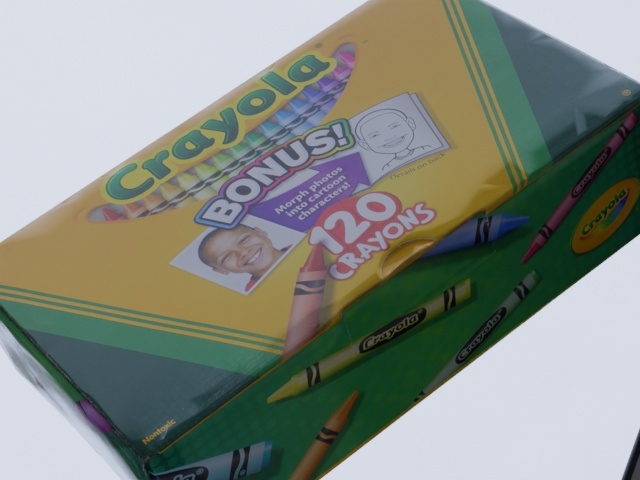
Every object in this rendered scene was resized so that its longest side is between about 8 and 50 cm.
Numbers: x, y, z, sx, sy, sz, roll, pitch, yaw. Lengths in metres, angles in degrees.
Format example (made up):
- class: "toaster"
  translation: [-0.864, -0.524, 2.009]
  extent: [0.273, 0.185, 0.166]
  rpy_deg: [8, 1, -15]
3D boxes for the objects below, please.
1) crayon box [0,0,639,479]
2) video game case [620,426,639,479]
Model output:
- class: "crayon box"
  translation: [0.000, 0.000, 0.727]
  extent: [0.278, 0.165, 0.081]
  rpy_deg: [-36, -46, -18]
- class: "video game case"
  translation: [0.268, 0.118, 0.726]
  extent: [0.248, 0.035, 0.275]
  rpy_deg: [17, -102, 25]
